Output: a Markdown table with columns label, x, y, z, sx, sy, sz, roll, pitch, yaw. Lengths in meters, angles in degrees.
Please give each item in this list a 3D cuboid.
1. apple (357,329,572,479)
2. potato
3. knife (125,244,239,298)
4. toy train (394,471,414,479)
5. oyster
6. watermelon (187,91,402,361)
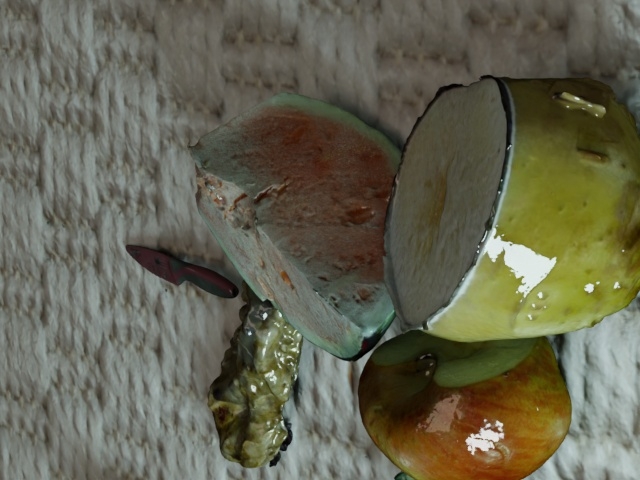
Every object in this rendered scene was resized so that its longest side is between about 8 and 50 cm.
| label | x | y | z | sx | sy | sz | roll | pitch | yaw |
| --- | --- | --- | --- | --- | --- | --- | --- | --- | --- |
| apple | 0.136 | 0.157 | 1.647 | 0.195 | 0.173 | 0.160 | 7 | 100 | 49 |
| potato | 0.187 | -0.018 | 1.558 | 0.300 | 0.196 | 0.246 | 170 | 113 | -72 |
| knife | -0.166 | 0.037 | 2.060 | 0.247 | 0.018 | 0.035 | 18 | 124 | 53 |
| toy train | 0.145 | 0.309 | 1.743 | 0.132 | 0.083 | 0.200 | -37 | 70 | 33 |
| oyster | -0.071 | 0.107 | 1.947 | 0.129 | 0.079 | 0.345 | 42 | 129 | 45 |
| watermelon | 0.000 | 0.000 | 1.754 | 0.305 | 0.180 | 0.224 | 45 | 116 | 33 |
